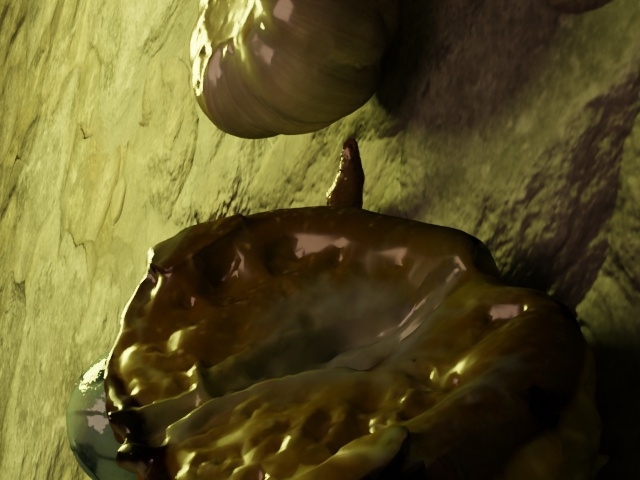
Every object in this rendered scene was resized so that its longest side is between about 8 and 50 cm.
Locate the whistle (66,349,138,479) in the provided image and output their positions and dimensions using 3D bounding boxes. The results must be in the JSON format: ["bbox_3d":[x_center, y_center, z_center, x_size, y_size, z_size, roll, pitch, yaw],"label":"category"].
[{"bbox_3d":[-0.155,0.169,1.273,0.289,0.163,0.163,-20,62,62],"label":"whistle"}]

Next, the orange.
[{"bbox_3d":[0.026,0.123,0.827,0.210,0.271,0.369,64,173,-30],"label":"orange"}]

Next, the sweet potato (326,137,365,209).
[{"bbox_3d":[0.000,0.000,1.133,0.050,0.050,0.214,-102,31,-41],"label":"sweet potato"}]

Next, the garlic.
[{"bbox_3d":[-0.018,-0.191,1.137,0.228,0.152,0.228,-35,45,46],"label":"garlic"}]
